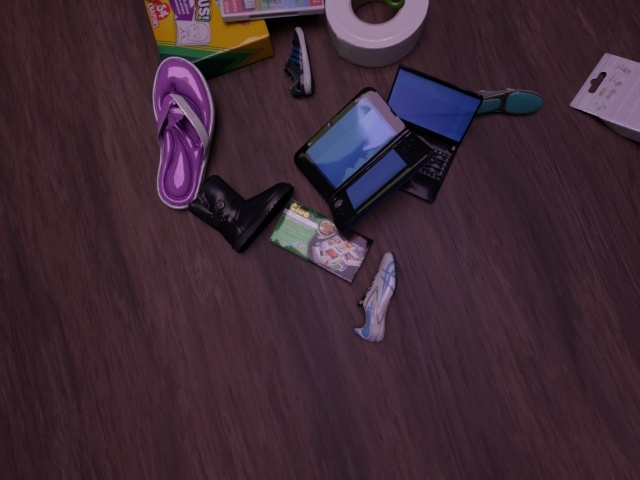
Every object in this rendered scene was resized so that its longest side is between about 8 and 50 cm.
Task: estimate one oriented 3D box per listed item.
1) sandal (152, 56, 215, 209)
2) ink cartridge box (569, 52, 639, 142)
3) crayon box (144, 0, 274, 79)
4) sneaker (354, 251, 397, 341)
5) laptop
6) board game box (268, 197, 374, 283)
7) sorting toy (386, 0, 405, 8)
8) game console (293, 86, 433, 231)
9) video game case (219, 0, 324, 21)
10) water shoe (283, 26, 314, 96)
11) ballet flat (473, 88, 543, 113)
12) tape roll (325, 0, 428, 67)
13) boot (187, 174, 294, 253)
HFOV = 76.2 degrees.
[{"bbox_3d":[-0.379,-0.291,1.120,0.169,0.102,0.416,-1,98,-5],"label":"sandal"},{"bbox_3d":[0.825,-0.376,1.086,0.232,0.066,0.189,34,87,30],"label":"ink cartridge box"},{"bbox_3d":[-0.339,-0.678,1.207,0.313,0.106,0.363,-19,81,3],"label":"crayon box"},{"bbox_3d":[0.146,0.141,1.058,0.086,0.085,0.237,14,83,3],"label":"sneaker"},{"bbox_3d":[0.253,-0.277,1.076,0.234,0.136,0.264,25,83,9],"label":"laptop"},{"bbox_3d":[0.000,0.000,1.121,0.260,0.030,0.136,28,88,9],"label":"board game box"},{"bbox_3d":[0.206,-0.673,1.082,0.061,0.042,0.102,23,85,8],"label":"sorting toy"},{"bbox_3d":[0.091,-0.210,1.034,0.293,0.250,0.173,-41,116,15],"label":"game console"},{"bbox_3d":[-0.145,-0.718,1.143,0.285,0.025,0.204,-8,80,-6],"label":"video game case"},{"bbox_3d":[-0.071,-0.516,1.175,0.080,0.073,0.203,-10,81,7],"label":"water shoe"},{"bbox_3d":[0.488,-0.383,1.105,0.213,0.072,0.068,-3,52,3],"label":"ballet flat"},{"bbox_3d":[0.155,-0.644,1.156,0.286,0.100,0.286,-1,83,5],"label":"tape roll"},{"bbox_3d":[-0.223,-0.116,1.125,0.207,0.094,0.246,42,94,6],"label":"boot"}]
